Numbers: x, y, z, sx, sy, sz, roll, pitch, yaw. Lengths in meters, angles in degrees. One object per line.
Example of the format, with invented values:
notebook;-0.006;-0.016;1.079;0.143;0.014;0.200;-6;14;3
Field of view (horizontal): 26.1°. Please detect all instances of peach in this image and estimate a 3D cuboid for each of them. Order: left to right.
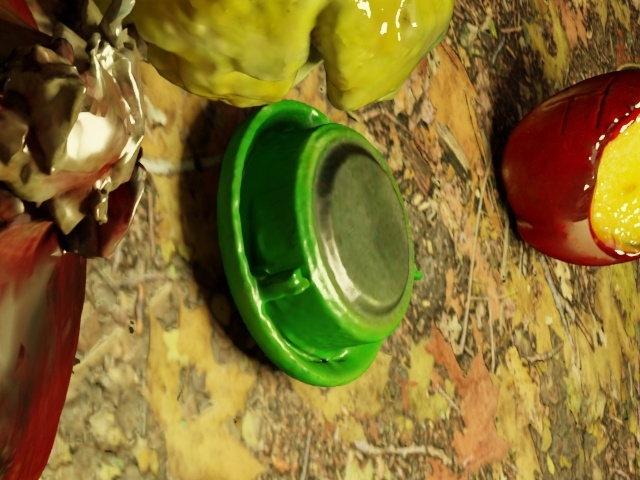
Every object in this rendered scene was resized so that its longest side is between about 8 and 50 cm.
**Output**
peach;0.298;-0.074;1.378;0.196;0.226;0.190;-9;83;-60

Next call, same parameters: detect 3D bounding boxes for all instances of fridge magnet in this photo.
fridge magnet;0.000;0.000;0.981;0.208;0.088;0.208;30;53;-51

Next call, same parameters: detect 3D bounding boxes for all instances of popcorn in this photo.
popcorn;-0.017;-0.206;0.842;0.226;0.276;0.276;8;68;-25

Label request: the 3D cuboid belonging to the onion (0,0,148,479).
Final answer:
onion;-0.181;-0.016;0.497;0.347;0.285;0.347;-12;90;-71
